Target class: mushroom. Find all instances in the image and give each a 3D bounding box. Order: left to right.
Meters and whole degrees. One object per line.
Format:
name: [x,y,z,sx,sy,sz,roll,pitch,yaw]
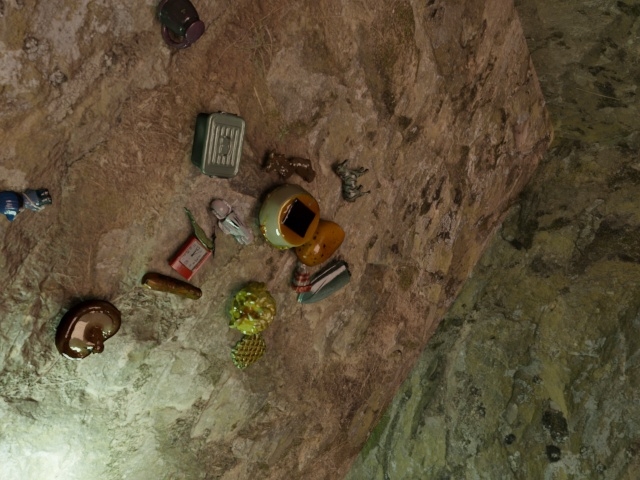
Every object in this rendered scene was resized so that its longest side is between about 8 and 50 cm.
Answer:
mushroom: [-0.833,0.307,1.644,0.231,0.138,0.194,-36,116,-39]

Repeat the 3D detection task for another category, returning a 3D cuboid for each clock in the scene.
clock: [-0.523,0.065,1.850,0.155,0.061,0.113,-52,133,-16]

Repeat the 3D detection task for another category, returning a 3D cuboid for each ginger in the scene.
ginger: [-0.118,-0.312,2.017,0.290,0.084,0.122,8,96,-44]

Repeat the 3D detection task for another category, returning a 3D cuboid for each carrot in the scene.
carrot: [-0.587,0.186,1.842,0.260,0.070,0.070,28,90,-45]

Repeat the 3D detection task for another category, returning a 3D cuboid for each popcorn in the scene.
popcorn: [-0.306,0.301,2.059,0.216,0.181,0.235,3,107,-42]

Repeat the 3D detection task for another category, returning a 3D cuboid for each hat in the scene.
hat: [-0.090,0.168,2.257,0.112,0.093,0.163,-5,107,-52]

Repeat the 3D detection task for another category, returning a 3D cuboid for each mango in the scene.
mango: [0.000,0.000,2.216,0.290,0.159,0.191,-28,116,-34]

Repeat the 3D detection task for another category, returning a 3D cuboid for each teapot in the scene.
teapot: [-0.454,-0.704,1.497,0.148,0.146,0.116,-44,173,2]

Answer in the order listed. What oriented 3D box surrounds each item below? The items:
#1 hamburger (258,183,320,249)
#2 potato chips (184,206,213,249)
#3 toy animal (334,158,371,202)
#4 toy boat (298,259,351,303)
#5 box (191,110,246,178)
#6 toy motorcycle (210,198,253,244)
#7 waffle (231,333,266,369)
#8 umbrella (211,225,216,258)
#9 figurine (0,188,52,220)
hamburger: [-0.143,-0.106,2.026,0.276,0.179,0.294,32,83,-47]
potato chips: [-0.476,-0.039,1.824,0.028,0.092,0.208,-25,127,1]
toy animal: [0.163,-0.308,2.273,0.169,0.089,0.255,-38,127,-17]
toy boat: [0.018,0.226,2.380,0.319,0.092,0.141,-33,128,-18]
box: [-0.387,-0.362,1.725,0.163,0.135,0.244,-2,109,-42]
toy motorcycle: [-0.354,-0.070,1.902,0.112,0.112,0.254,-48,132,-14]
waffle: [-0.343,0.531,2.231,0.183,0.036,0.170,-31,124,-30]
umbrella: [-0.442,0.012,1.922,0.022,0.022,0.149,1,110,-14]
figurine: [-0.909,-0.117,1.418,0.149,0.087,0.086,-21,84,-35]
